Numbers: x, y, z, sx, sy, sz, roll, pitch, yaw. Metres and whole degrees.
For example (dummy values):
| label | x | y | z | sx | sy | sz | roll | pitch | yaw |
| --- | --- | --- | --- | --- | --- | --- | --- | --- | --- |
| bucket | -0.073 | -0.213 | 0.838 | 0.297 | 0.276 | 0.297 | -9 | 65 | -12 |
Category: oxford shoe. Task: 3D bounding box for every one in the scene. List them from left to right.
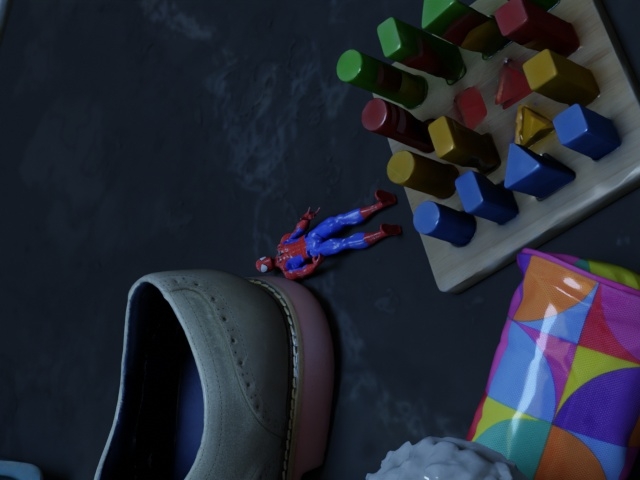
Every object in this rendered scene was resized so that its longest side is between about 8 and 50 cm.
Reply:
| label | x | y | z | sx | sy | sz | roll | pitch | yaw |
| --- | --- | --- | --- | --- | --- | --- | --- | --- | --- |
| oxford shoe | -0.088 | 0.211 | 0.805 | 0.140 | 0.146 | 0.397 | -9 | 75 | 39 |

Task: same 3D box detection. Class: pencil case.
| label | x | y | z | sx | sy | sz | roll | pitch | yaw |
| --- | --- | --- | --- | --- | --- | --- | --- | --- | --- |
| pencil case | 0.112 | 0.123 | 0.678 | 0.104 | 0.104 | 0.236 | 24 | 96 | 43 |

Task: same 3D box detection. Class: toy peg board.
| label | x | y | z | sx | sy | sz | roll | pitch | yaw |
| --- | --- | --- | --- | --- | --- | --- | --- | --- | --- |
| toy peg board | 0.091 | -0.078 | 0.759 | 0.161 | 0.079 | 0.161 | -34 | 58 | 32 |

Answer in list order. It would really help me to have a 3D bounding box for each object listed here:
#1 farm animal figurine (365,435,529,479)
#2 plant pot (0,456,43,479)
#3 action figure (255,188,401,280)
| label | x | y | z | sx | sy | sz | roll | pitch | yaw |
| --- | --- | --- | --- | --- | --- | --- | --- | --- | --- |
| farm animal figurine | 0.113 | 0.282 | 0.519 | 0.330 | 0.172 | 0.327 | 21 | 94 | 23 |
| plant pot | -0.395 | 0.264 | 1.022 | 0.252 | 0.247 | 0.248 | 3 | 81 | 60 |
| action figure | 0.000 | 0.000 | 0.860 | 0.115 | 0.030 | 0.038 | -26 | 68 | 38 |
